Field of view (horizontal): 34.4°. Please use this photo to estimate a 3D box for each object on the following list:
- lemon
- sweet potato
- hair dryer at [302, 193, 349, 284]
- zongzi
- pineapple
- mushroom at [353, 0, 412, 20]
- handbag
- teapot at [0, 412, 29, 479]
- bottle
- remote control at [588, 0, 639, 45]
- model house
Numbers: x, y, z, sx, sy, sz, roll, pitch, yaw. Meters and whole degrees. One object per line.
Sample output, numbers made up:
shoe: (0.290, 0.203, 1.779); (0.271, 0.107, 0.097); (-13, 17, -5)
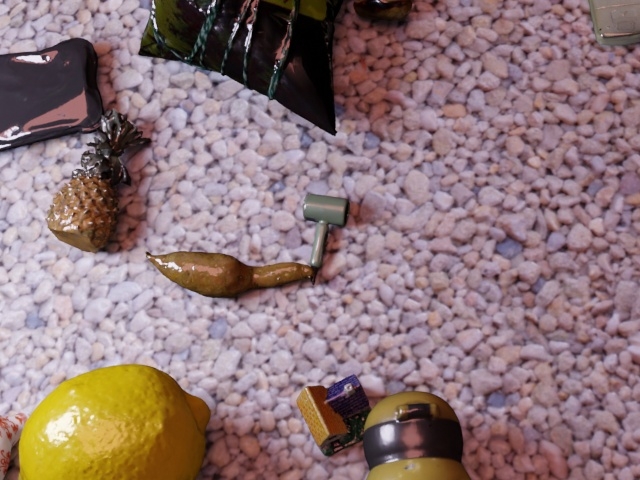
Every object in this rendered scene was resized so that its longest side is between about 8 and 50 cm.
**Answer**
lemon: (-0.294, 0.294, 1.481); (0.288, 0.233, 0.233); (-18, 66, -10)
sweet potato: (-0.146, 0.057, 1.650); (0.270, 0.074, 0.074); (4, 67, -1)
hair dryer: (0.000, 0.000, 1.676); (0.071, 0.047, 0.150); (8, 79, 13)
zongzi: (-0.104, -0.331, 1.734); (0.384, 0.319, 0.362); (-2, 65, -12)
pineapple: (-0.370, -0.106, 1.724); (0.125, 0.125, 0.251); (12, 64, 12)
mushroom: (0.120, -0.538, 1.863); (0.107, 0.087, 0.333); (1, 65, 9)
handbag: (-0.534, -0.247, 1.823); (0.332, 0.075, 0.191); (-11, 67, 0)
teapot: (-0.563, 0.336, 1.570); (0.246, 0.116, 0.159); (-31, 78, 0)
bottle: (0.140, 0.381, 1.421); (0.172, 0.171, 0.351); (-5, 64, 5)
remote control: (0.511, -0.442, 1.796); (0.098, 0.038, 0.233); (-5, 65, 4)
model house: (0.026, 0.253, 1.524); (0.101, 0.100, 0.087); (-25, 66, -5)
